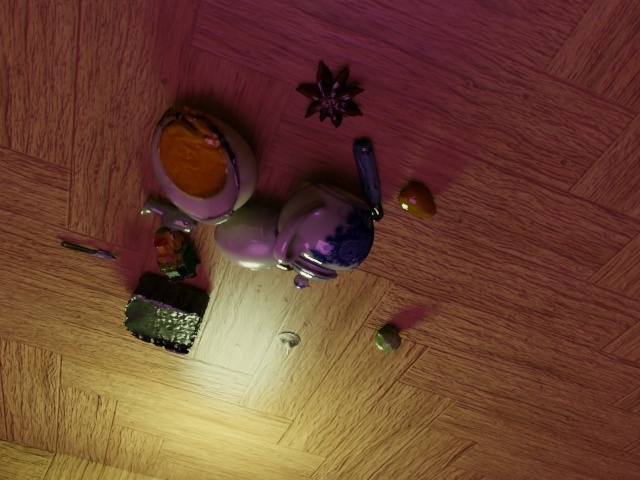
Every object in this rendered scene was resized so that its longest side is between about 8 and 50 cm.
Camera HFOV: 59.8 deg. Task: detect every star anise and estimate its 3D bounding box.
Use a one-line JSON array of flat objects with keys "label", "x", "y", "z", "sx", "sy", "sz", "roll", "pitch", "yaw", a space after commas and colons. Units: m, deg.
[{"label": "star anise", "x": 0.023, "y": -0.329, "z": 1.283, "sx": 0.167, "sy": 0.057, "sz": 0.168, "roll": 4, "pitch": 134, "yaw": 4}]

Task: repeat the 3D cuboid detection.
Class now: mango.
[{"label": "mango", "x": 0.256, "y": -0.100, "z": 1.462, "sx": 0.114, "sy": 0.061, "sz": 0.080, "roll": 25, "pitch": 135, "yaw": -20}]

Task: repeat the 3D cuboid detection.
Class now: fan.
[{"label": "fan", "x": -0.117, "y": 0.373, "z": 2.009, "sx": 0.085, "sy": 0.005, "sz": 0.133, "roll": 10, "pitch": 133, "yaw": -1}]

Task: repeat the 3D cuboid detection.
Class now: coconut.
[{"label": "coconut", "x": 0.223, "y": 0.331, "z": 1.864, "sx": 0.087, "sy": 0.088, "sz": 0.096, "roll": -31, "pitch": 127, "yaw": 32}]

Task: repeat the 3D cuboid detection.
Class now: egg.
[{"label": "egg", "x": -0.192, "y": -0.009, "z": 1.535, "sx": 0.217, "sy": 0.183, "sz": 0.183, "roll": -6, "pitch": 133, "yaw": 24}, {"label": "egg", "x": -0.275, "y": -0.200, "z": 1.386, "sx": 0.286, "sy": 0.174, "sz": 0.264, "roll": 46, "pitch": 127, "yaw": 0}]

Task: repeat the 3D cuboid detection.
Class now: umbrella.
[{"label": "umbrella", "x": 0.125, "y": -0.150, "z": 1.440, "sx": 0.053, "sy": 0.052, "sz": 0.251, "roll": -5, "pitch": 132, "yaw": 12}]

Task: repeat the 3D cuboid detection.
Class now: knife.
[{"label": "knife", "x": -0.735, "y": 0.034, "z": 1.771, "sx": 0.183, "sy": 0.026, "sz": 0.022, "roll": 16, "pitch": 94, "yaw": -3}]

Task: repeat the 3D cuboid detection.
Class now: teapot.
[{"label": "teapot", "x": 0.000, "y": 0.000, "z": 1.440, "sx": 0.252, "sy": 0.424, "sz": 0.280, "roll": 30, "pitch": 101, "yaw": 21}]

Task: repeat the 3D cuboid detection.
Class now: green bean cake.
[{"label": "green bean cake", "x": -0.518, "y": 0.246, "z": 1.865, "sx": 0.254, "sy": 0.132, "sz": 0.241, "roll": 19, "pitch": 133, "yaw": -7}]

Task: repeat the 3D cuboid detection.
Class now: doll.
[{"label": "doll", "x": -0.433, "y": 0.040, "z": 1.666, "sx": 0.106, "sy": 0.134, "sz": 0.187, "roll": -10, "pitch": 124, "yaw": 19}]

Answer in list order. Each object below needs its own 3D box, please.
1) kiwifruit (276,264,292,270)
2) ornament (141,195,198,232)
[{"label": "kiwifruit", "x": -0.118, "y": 0.044, "z": 1.650, "sx": 0.124, "sy": 0.075, "sz": 0.075, "roll": 29, "pitch": 131, "yaw": -13}, {"label": "ornament", "x": -0.426, "y": -0.071, "z": 1.585, "sx": 0.156, "sy": 0.075, "sz": 0.081, "roll": 22, "pitch": 91, "yaw": -12}]
